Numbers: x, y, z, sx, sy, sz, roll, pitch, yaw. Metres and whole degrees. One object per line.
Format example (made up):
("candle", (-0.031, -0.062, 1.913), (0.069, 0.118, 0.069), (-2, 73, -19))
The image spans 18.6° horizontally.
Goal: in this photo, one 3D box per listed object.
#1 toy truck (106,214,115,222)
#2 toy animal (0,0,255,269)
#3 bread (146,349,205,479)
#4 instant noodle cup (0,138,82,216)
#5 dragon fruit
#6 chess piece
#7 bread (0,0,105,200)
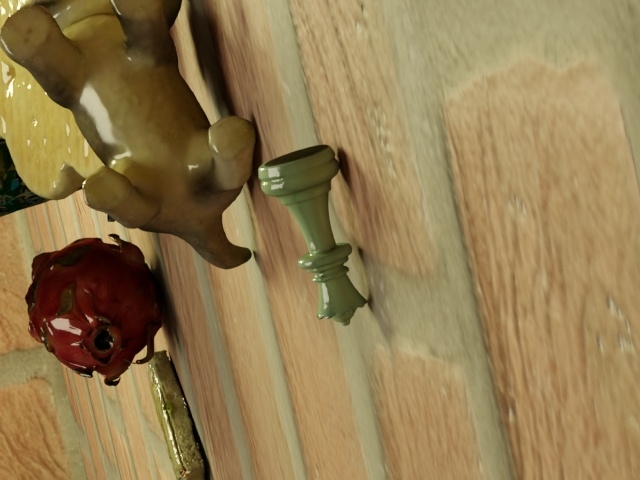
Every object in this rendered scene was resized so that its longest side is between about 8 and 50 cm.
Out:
("toy truck", (-0.166, -0.039, 1.715), (0.083, 0.039, 0.044), (148, 125, -76))
("toy animal", (-0.119, -0.100, 1.268), (0.233, 0.121, 0.168), (61, 179, 21))
("bread", (-0.136, 0.178, 1.839), (0.068, 0.028, 0.154), (87, 166, -47))
("instant noodle cup", (-0.276, -0.129, 1.764), (0.240, 0.178, 0.240), (166, 90, -80))
("dragon fruit", (-0.205, 0.060, 1.810), (0.136, 0.133, 0.166), (36, -174, -23))
("chess piece", (0.000, 0.000, 1.003), (0.042, 0.042, 0.093), (-152, 43, -74))
("bread", (-0.214, -0.186, 1.539), (0.316, 0.054, 0.316), (21, 117, 49))
